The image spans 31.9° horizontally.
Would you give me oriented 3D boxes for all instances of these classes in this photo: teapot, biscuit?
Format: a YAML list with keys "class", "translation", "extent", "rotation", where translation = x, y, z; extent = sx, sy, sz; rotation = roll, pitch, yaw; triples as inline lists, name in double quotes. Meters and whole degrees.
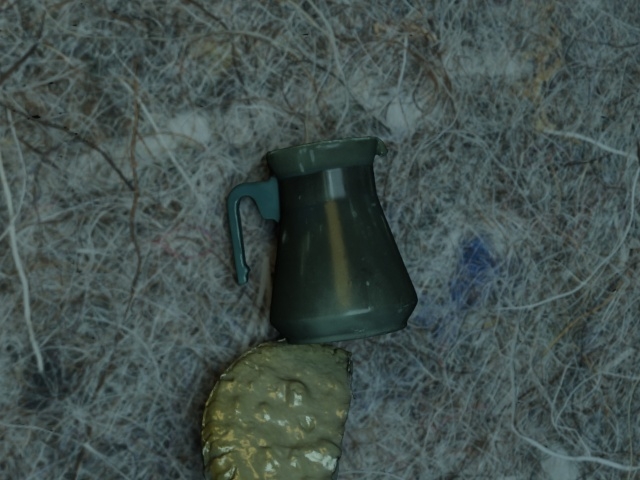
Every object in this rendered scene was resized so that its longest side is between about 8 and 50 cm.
- class: "teapot"
  translation: [0.000, 0.000, 1.286]
  extent: [0.203, 0.171, 0.225]
  rotation: [-8, 90, 7]
- class: "biscuit"
  translation: [-0.049, 0.228, 1.255]
  extent: [0.179, 0.084, 0.281]
  rotation: [16, 52, -13]
